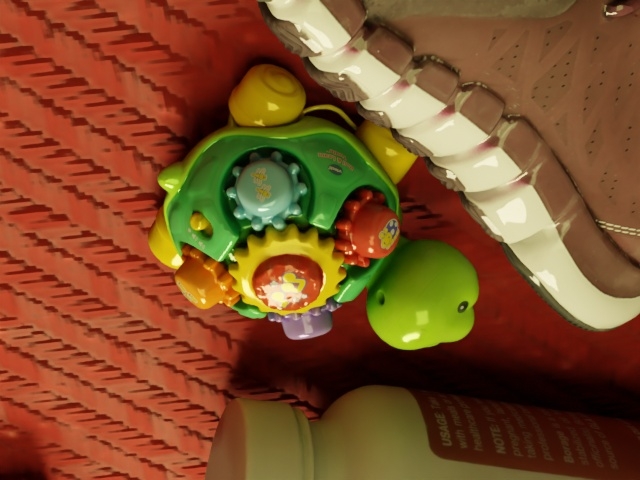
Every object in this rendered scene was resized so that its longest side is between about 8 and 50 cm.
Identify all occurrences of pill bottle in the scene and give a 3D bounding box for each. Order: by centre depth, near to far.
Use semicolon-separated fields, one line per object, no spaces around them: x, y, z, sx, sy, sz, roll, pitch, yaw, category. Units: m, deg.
0.061;0.127;0.593;0.216;0.121;0.121;10;131;-13;pill bottle

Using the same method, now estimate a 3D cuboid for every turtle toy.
0.000;0.000;0.506;0.130;0.066;0.095;19;128;-21;turtle toy

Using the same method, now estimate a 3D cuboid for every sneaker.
0.079;-0.094;0.419;0.162;0.106;0.281;-35;135;16;sneaker
